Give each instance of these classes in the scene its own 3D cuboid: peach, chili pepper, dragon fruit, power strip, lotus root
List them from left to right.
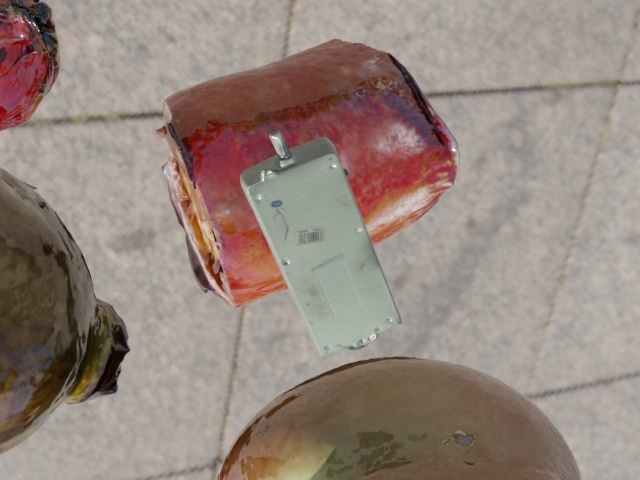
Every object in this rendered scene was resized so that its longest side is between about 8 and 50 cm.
[{"bbox_3d":[-0.184,0.028,0.547,0.260,0.128,0.145,19,106,-42],"label":"lotus root"},{"bbox_3d":[-0.359,-0.190,1.384,0.172,0.209,0.172,-2,90,-67],"label":"dragon fruit"},{"bbox_3d":[-0.027,-0.089,1.553,0.305,0.251,0.229,-25,168,-19],"label":"chili pepper"},{"bbox_3d":[0.000,0.000,0.662,0.051,0.019,0.136,-23,126,1],"label":"power strip"},{"bbox_3d":[0.059,0.194,0.797,0.252,0.252,0.252,-18,130,-23],"label":"peach"}]

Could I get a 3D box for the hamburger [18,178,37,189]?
[{"bbox_3d":[-0.516,0.087,1.411,0.445,0.268,0.287,-15,169,34],"label":"hamburger"}]
